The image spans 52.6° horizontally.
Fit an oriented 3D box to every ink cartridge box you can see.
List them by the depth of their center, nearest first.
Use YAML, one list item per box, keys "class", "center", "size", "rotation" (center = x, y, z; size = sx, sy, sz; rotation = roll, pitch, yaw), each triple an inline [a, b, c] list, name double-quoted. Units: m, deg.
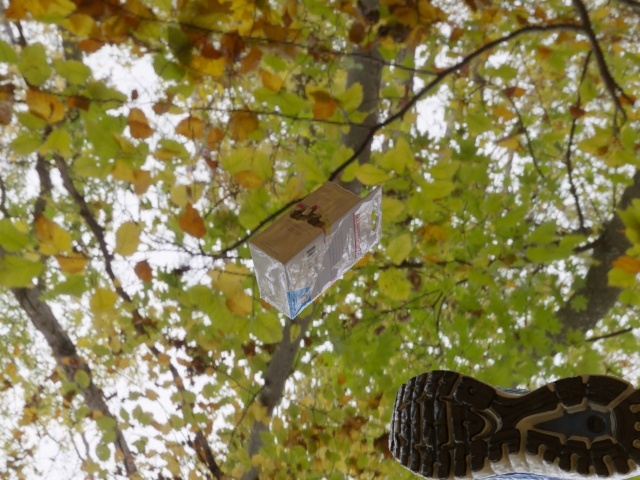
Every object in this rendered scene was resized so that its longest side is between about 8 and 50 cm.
- class: "ink cartridge box"
  center: [0.000, 0.000, 0.823]
  size: [0.061, 0.104, 0.181]
  rotation: [31, -125, 31]

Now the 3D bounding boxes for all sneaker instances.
- class: "sneaker"
  center: [0.225, 0.226, 0.738]
  size: [0.330, 0.147, 0.130]
  rotation: [-8, -120, 40]
